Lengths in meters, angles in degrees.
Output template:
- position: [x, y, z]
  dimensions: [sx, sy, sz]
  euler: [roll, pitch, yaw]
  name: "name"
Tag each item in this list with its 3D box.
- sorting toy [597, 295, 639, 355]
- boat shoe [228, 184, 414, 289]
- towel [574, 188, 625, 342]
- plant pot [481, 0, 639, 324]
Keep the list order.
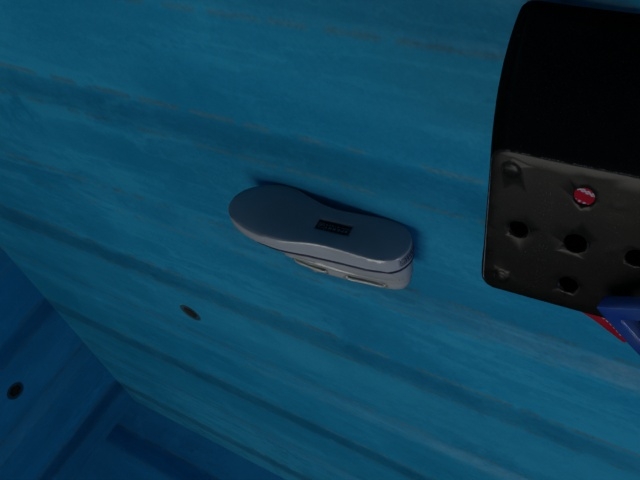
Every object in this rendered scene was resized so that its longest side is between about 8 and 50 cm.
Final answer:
- position: [0.293, 0.041, 0.373]
  dimensions: [0.196, 0.047, 0.347]
  euler: [39, 162, -4]
  name: "sorting toy"
- position: [0.000, 0.000, 1.000]
  dimensions: [0.267, 0.096, 0.088]
  euler: [13, 141, 21]
  name: "boat shoe"
- position: [0.295, 0.003, 0.742]
  dimensions: [0.199, 0.031, 0.275]
  euler: [33, 153, 5]
  name: "towel"
- position: [0.210, -0.048, 0.559]
  dimensions: [0.187, 0.167, 0.188]
  euler: [16, 134, 23]
  name: "plant pot"
